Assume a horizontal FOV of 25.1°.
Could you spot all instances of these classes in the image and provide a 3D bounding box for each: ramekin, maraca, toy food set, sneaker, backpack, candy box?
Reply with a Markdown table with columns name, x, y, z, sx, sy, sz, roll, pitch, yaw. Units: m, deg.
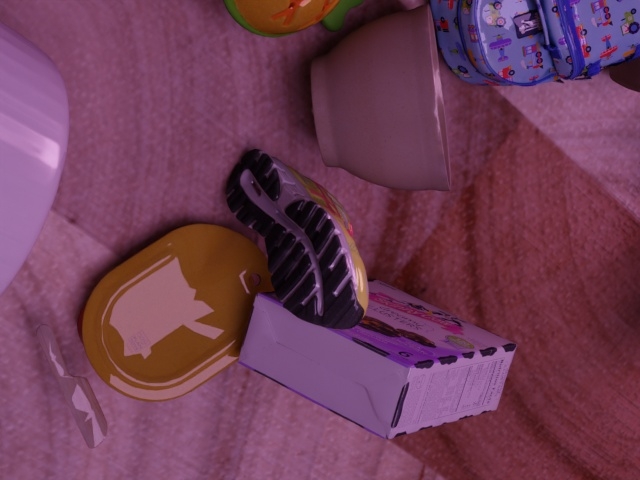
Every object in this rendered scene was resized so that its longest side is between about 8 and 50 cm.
| name | x | y | z | sx | sy | sz | roll | pitch | yaw |
| --- | --- | --- | --- | --- | --- | --- | --- | --- | --- |
| ramekin | -0.304 | -0.053 | 1.039 | 0.135 | 0.277 | 0.277 | 27 | 97 | -37 |
| maraca | -0.017 | -0.230 | 1.195 | 0.186 | 0.099 | 0.127 | -4 | 116 | -50 |
| toy food set | -0.144 | 0.074 | 1.276 | 0.218 | 0.071 | 0.128 | -33 | 95 | -11 |
| sneaker | 0.000 | 0.000 | 1.233 | 0.094 | 0.208 | 0.081 | 21 | 118 | -41 |
| backpack | 0.192 | -0.210 | 1.281 | 0.173 | 0.117 | 0.158 | -20 | 115 | -13 |
| candy box | 0.054 | 0.099 | 1.268 | 0.196 | 0.165 | 0.070 | -4 | 113 | -56 |

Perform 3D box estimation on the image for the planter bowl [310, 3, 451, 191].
| name | x | y | z | sx | sy | sz | roll | pitch | yaw |
| --- | --- | --- | --- | --- | --- | --- | --- | --- | --- |
| planter bowl | 0.051 | -0.117 | 1.244 | 0.109 | 0.162 | 0.162 | -6 | 115 | 8 |

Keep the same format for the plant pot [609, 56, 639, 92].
| name | x | y | z | sx | sy | sz | roll | pitch | yaw |
| --- | --- | --- | --- | --- | --- | --- | --- | --- | --- |
| plant pot | 0.329 | -0.188 | 1.351 | 0.109 | 0.096 | 0.109 | -1 | 94 | -24 |
